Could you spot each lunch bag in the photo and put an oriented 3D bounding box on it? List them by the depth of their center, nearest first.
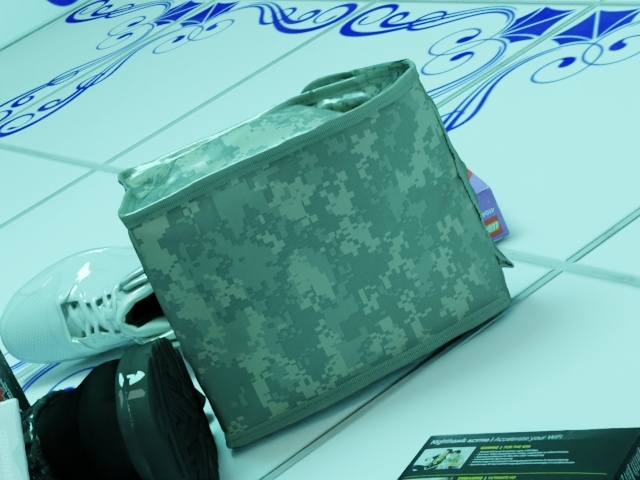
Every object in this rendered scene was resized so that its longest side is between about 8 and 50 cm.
[{"bbox_3d":[0.000,0.000,1.525,0.287,0.235,0.169,-24,18,1],"label":"lunch bag"}]

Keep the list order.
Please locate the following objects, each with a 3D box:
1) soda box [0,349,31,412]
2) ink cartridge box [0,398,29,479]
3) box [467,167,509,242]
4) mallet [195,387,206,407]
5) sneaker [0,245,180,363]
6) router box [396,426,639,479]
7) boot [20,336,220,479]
[{"bbox_3d":[-0.308,0.142,1.611,0.053,0.169,0.060,-11,24,33],"label":"soda box"},{"bbox_3d":[-0.311,0.274,1.216,0.261,0.066,0.296,-11,59,-5],"label":"ink cartridge box"},{"bbox_3d":[0.047,-0.025,1.787,0.201,0.057,0.293,-26,21,-4],"label":"box"},{"bbox_3d":[-0.144,0.133,1.650,0.039,0.062,0.189,-55,8,-2],"label":"mallet"},{"bbox_3d":[-0.200,0.060,1.737,0.292,0.108,0.169,-19,5,11],"label":"sneaker"},{"bbox_3d":[0.125,0.184,1.215,0.178,0.046,0.133,-7,26,38],"label":"router box"},{"bbox_3d":[-0.216,0.183,1.392,0.260,0.131,0.348,-20,-5,-3],"label":"boot"}]
